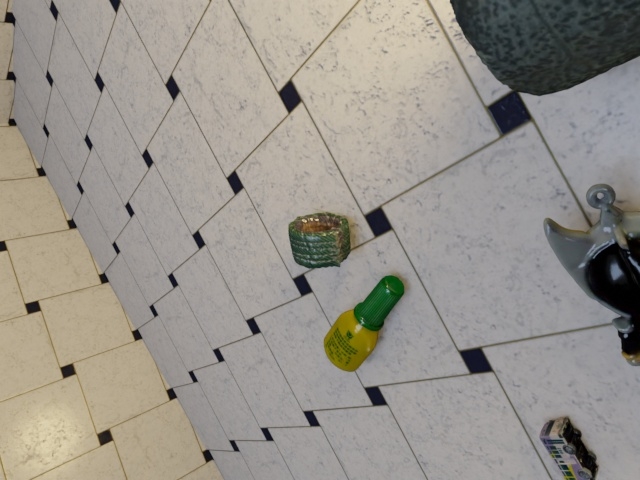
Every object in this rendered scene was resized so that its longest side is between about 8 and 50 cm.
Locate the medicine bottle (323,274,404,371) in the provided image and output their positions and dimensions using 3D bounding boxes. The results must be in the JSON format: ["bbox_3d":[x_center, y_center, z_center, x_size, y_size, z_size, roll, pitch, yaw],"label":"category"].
[{"bbox_3d":[0.095,0.189,0.995,0.111,0.076,0.309,44,135,17],"label":"medicine bottle"}]

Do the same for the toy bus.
[{"bbox_3d":[0.430,0.365,0.771,0.058,0.052,0.102,-34,86,47],"label":"toy bus"}]

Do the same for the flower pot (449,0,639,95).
[{"bbox_3d":[0.296,-0.318,0.409,0.282,0.298,0.300,-13,101,56],"label":"flower pot"}]

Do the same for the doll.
[{"bbox_3d":[0.431,0.061,0.577,0.317,0.103,0.145,59,150,-7],"label":"doll"}]

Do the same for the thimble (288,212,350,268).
[{"bbox_3d":[-0.001,-0.001,0.966,0.134,0.118,0.090,4,119,27],"label":"thimble"}]
